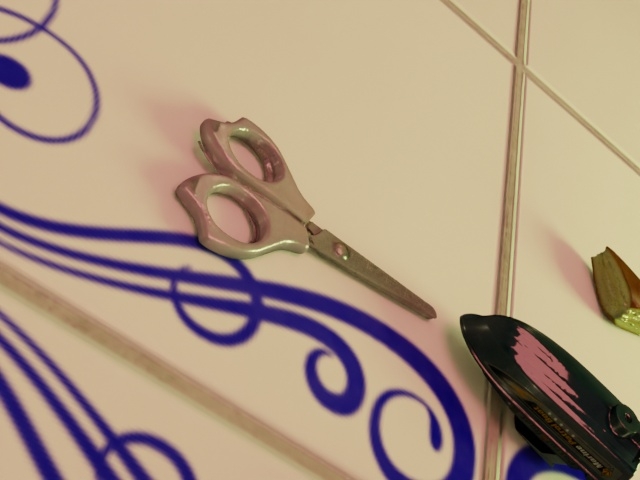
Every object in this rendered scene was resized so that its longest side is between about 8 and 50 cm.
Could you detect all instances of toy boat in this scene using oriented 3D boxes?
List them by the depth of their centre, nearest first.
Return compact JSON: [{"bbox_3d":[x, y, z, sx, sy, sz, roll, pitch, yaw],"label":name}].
[{"bbox_3d":[0.141,0.094,0.572,0.141,0.060,0.055,43,40,0],"label":"toy boat"}]

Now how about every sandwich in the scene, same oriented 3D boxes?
[{"bbox_3d":[0.243,0.048,0.722,0.083,0.031,0.044,48,35,-1],"label":"sandwich"}]

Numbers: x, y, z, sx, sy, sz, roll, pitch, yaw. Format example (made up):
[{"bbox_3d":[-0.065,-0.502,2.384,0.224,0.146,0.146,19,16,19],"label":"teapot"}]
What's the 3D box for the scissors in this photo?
[{"bbox_3d":[0.000,0.000,0.540,0.189,0.015,0.100,34,44,-24],"label":"scissors"}]
